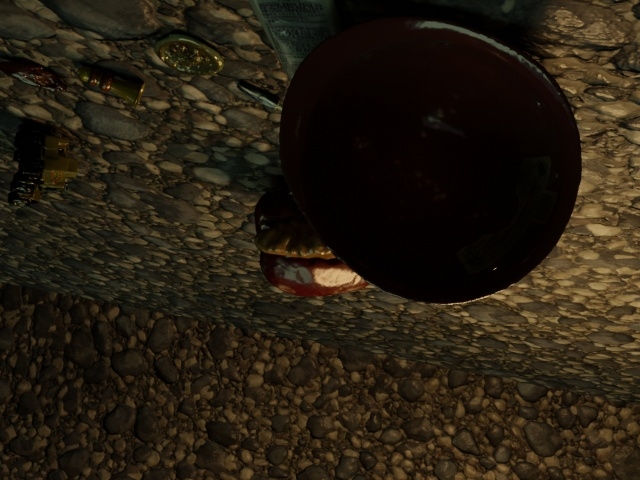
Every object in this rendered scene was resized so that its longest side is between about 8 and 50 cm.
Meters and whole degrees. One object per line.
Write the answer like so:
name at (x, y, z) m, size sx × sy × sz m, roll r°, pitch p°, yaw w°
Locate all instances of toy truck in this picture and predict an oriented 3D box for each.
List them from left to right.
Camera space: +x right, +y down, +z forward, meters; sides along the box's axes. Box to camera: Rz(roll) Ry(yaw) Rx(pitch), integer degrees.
toy truck at (-0.587, -0.150, 1.715) m, size 0.127 × 0.127 × 0.257 m, roll 5°, pitch 168°, yaw -26°

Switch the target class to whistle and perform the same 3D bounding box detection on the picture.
whistle at (-0.346, -0.263, 1.353) m, size 0.109 × 0.057 × 0.046 m, roll 23°, pitch 117°, yaw -5°

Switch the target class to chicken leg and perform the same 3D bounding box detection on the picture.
chicken leg at (-0.503, -0.285, 1.386) m, size 0.145 × 0.037 × 0.062 m, roll 19°, pitch 175°, yaw -24°

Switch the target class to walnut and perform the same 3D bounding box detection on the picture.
walnut at (0.000, 0.000, 1.632) m, size 0.269 × 0.221 × 0.244 m, roll 0°, pitch 173°, yaw -11°

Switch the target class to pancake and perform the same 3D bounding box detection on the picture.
pancake at (-0.198, -0.276, 1.222) m, size 0.108 × 0.017 × 0.108 m, roll 12°, pitch 159°, yaw 5°

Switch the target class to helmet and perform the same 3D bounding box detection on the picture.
helmet at (0.135, -0.112, 1.099) m, size 0.385 × 0.337 × 0.230 m, roll 29°, pitch -172°, yaw -2°

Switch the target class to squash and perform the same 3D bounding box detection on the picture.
squash at (0.164, -0.136, 1.290) m, size 0.184 × 0.085 × 0.192 m, roll -10°, pitch -157°, yaw 3°

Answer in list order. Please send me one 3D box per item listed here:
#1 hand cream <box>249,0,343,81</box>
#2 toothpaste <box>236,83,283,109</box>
hand cream at (-0.012, -0.261, 1.090) m, size 0.125 × 0.077 × 0.340 m, roll 7°, pitch 154°, yaw 20°
toothpaste at (-0.096, -0.229, 1.296) m, size 0.083 × 0.019 × 0.027 m, roll 24°, pitch 177°, yaw -21°
